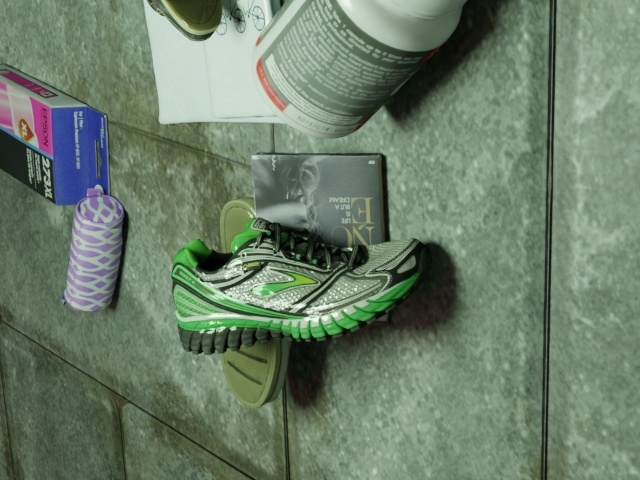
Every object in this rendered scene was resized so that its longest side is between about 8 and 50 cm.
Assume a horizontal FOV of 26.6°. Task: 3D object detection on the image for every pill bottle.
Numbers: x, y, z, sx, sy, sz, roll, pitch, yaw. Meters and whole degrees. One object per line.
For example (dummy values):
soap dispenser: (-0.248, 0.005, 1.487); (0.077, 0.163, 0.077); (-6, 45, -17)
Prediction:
pill bottle: (0.052, -0.244, 1.468); (0.283, 0.161, 0.161); (-42, 68, 52)

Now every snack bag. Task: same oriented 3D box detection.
snack bag: (-0.161, -0.317, 1.842); (0.342, 0.037, 0.323); (7, 109, 53)

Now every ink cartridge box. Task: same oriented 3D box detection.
ink cartridge box: (-0.477, -0.175, 2.313); (0.371, 0.069, 0.176); (26, 123, 44)

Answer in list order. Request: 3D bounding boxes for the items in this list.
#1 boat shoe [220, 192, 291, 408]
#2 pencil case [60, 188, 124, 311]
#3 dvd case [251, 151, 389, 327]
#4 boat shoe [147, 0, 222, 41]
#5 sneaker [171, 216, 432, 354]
boat shoe: (-0.067, 0.079, 1.807); (0.113, 0.103, 0.302); (21, 119, 36)
pencil case: (-0.373, 0.023, 2.228); (0.088, 0.086, 0.206); (-109, 28, -48)
dvd case: (0.000, 0.000, 1.679); (0.164, 0.018, 0.221); (2, 108, 16)
boat shoe: (-0.196, -0.333, 1.791); (0.223, 0.080, 0.073); (57, 148, 30)
sneaker: (-0.033, 0.042, 1.620); (0.343, 0.134, 0.146); (-10, 103, 21)
